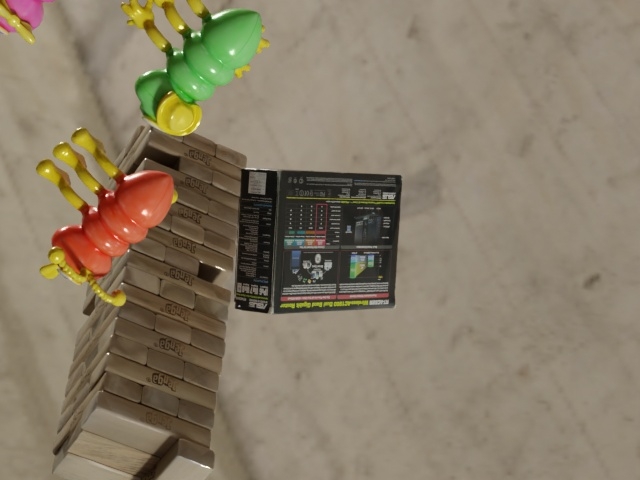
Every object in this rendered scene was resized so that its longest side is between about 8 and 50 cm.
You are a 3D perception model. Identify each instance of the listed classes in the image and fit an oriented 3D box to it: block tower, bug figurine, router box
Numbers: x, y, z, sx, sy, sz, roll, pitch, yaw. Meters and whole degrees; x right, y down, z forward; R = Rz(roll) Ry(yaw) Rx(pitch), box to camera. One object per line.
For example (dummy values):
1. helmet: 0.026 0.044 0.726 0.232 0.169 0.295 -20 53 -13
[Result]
1. block tower: -0.126 0.047 1.243 0.091 0.097 0.335 -50 -154 39
2. bug figurine: -0.151 -0.085 0.909 0.216 0.279 0.072 -44 -139 14
3. router box: 0.000 0.000 1.065 0.038 0.122 0.092 5 -87 43
